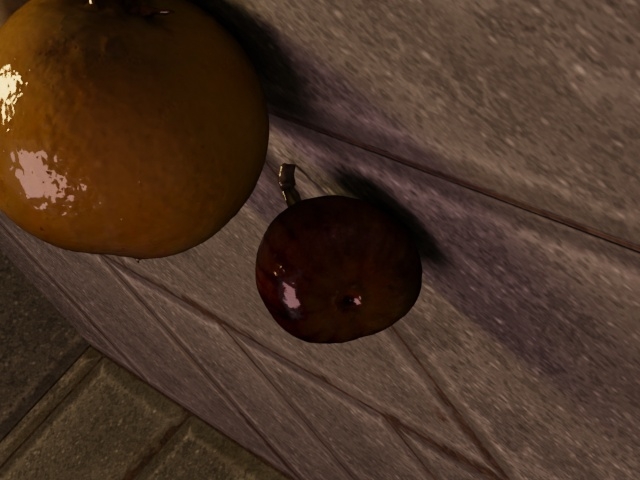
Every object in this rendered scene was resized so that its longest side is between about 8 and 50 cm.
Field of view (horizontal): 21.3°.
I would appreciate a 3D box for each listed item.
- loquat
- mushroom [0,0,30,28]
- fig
[{"bbox_3d":[-0.185,-0.123,1.555,0.275,0.275,0.275,39,166,12],"label":"loquat"},{"bbox_3d":[-0.341,-0.178,1.840,0.234,0.254,0.260,23,125,-4],"label":"mushroom"},{"bbox_3d":[0.000,0.025,1.665,0.202,0.149,0.148,9,127,51],"label":"fig"}]
